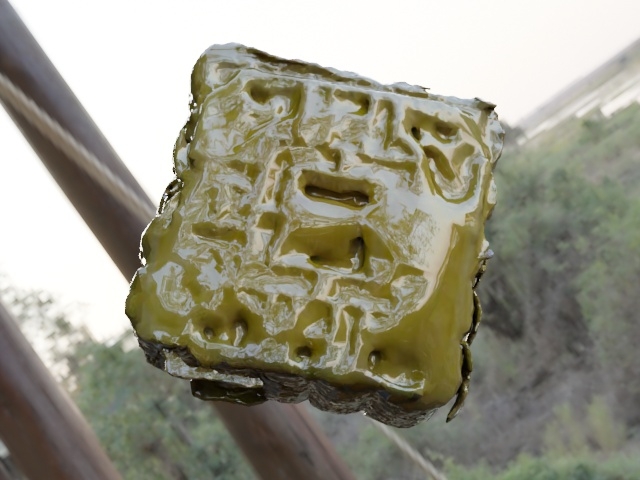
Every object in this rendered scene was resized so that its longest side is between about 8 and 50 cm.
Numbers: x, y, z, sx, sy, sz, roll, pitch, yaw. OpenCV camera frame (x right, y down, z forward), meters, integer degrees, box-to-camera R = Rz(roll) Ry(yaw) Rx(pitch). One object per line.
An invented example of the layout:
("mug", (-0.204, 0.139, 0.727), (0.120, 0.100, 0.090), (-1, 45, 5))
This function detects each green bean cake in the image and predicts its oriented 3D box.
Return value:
("green bean cake", (0.000, 0.000, 0.767), (0.131, 0.229, 0.224), (92, -170, -75))
